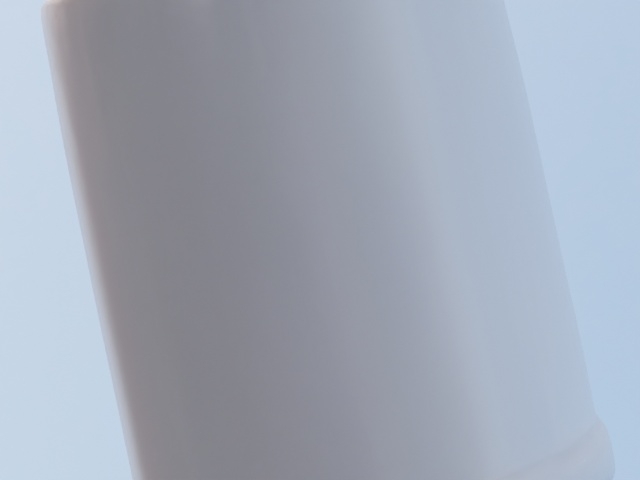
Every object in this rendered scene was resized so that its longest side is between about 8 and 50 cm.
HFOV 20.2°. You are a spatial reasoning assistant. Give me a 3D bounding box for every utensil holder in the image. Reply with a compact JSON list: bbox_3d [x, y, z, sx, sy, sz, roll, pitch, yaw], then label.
[{"bbox_3d":[0.000,0.000,1.205,0.327,0.327,0.386,-7,-82,42],"label":"utensil holder"}]
